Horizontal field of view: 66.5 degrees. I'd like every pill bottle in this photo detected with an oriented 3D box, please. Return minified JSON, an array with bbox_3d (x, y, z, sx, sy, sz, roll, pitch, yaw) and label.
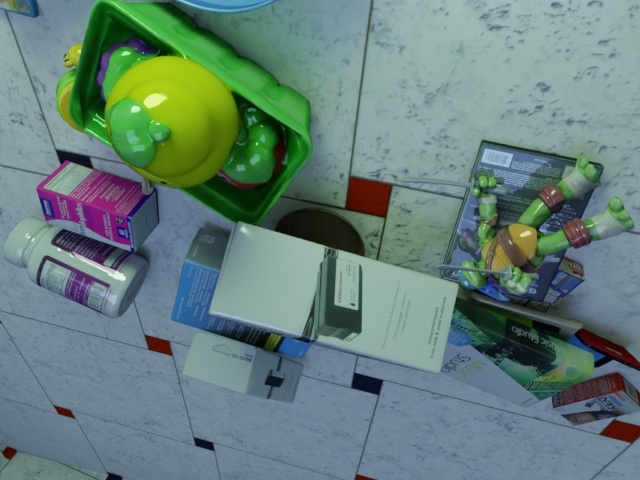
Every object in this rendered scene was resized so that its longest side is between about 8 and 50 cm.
[{"bbox_3d":[-0.605,0.060,1.215,0.302,0.169,0.169,26,134,-5],"label":"pill bottle"}]

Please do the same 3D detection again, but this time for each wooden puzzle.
[{"bbox_3d":[0.402,0.206,1.053,0.221,0.044,0.238,16,147,8],"label":"wooden puzzle"}]

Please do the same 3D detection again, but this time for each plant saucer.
[{"bbox_3d":[0.000,0.000,1.047,0.199,0.036,0.198,10,132,11],"label":"plant saucer"}]

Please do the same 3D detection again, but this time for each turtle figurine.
[{"bbox_3d":[0.305,-0.024,0.754,0.266,0.197,0.274,-33,109,21],"label":"turtle figurine"}]

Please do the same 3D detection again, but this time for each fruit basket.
[{"bbox_3d":[-0.207,-0.168,0.738,0.392,0.392,0.283,33,133,-12],"label":"fruit basket"}]

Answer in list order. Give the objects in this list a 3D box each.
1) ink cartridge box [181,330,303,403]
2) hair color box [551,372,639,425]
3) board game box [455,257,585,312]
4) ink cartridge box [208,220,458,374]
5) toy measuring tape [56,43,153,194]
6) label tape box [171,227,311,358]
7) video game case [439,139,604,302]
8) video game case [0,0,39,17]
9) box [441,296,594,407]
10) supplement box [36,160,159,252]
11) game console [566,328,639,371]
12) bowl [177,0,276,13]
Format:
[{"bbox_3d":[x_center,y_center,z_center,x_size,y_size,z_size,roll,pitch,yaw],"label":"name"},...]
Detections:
[{"bbox_3d":[-0.193,0.333,1.267,0.197,0.114,0.273,8,161,25],"label":"ink cartridge box"},{"bbox_3d":[0.654,0.381,1.161,0.093,0.053,0.167,38,133,-18],"label":"hair color box"},{"bbox_3d":[0.389,0.069,0.971,0.194,0.045,0.146,24,134,-3],"label":"board game box"},{"bbox_3d":[0.007,0.115,0.923,0.395,0.166,0.285,17,168,-6],"label":"ink cartridge box"},{"bbox_3d":[-0.420,-0.214,0.940,0.122,0.121,0.330,10,138,10],"label":"toy measuring tape"},{"bbox_3d":[-0.161,0.138,1.172,0.348,0.115,0.249,18,135,-10],"label":"label tape box"},{"bbox_3d":[0.344,-0.026,0.869,0.196,0.026,0.274,13,120,7],"label":"video game case"},{"bbox_3d":[-0.548,-0.472,0.816,0.119,0.015,0.166,17,134,4],"label":"video game case"},{"bbox_3d":[0.362,0.244,1.043,0.322,0.058,0.232,21,143,-1],"label":"box"},{"bbox_3d":[-0.492,-0.077,1.092,0.220,0.113,0.111,18,135,4],"label":"supplement box"},{"bbox_3d":[0.581,0.247,1.045,0.144,0.124,0.085,24,108,-4],"label":"game console"},{"bbox_3d":[-0.139,-0.500,0.610,0.392,0.077,0.391,9,134,10],"label":"bowl"}]
